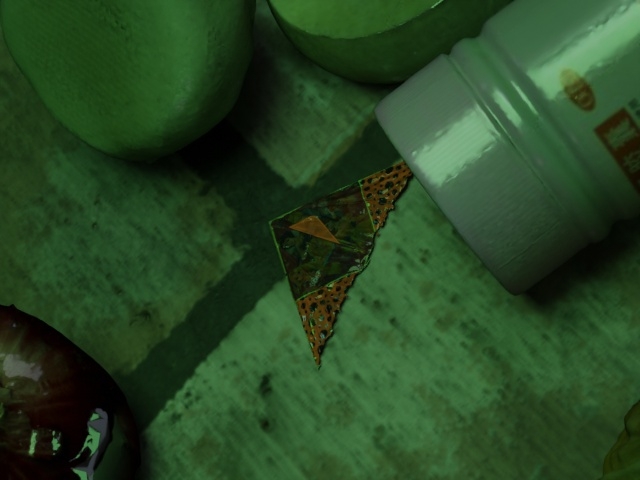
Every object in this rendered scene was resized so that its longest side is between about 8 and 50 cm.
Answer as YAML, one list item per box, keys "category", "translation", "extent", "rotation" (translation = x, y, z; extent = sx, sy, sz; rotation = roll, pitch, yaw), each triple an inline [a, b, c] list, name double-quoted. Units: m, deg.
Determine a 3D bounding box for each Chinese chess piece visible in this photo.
- category: "Chinese chess piece"
  translation: [0.067, -0.263, 1.782]
  extent: [0.250, 0.101, 0.250]
  rotation: [-12, 61, 22]

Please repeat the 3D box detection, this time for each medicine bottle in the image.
- category: "medicine bottle"
  translation: [0.224, -0.121, 1.565]
  extent: [0.316, 0.202, 0.202]
  rotation: [-37, 54, 8]

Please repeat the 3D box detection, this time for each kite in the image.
- category: "kite"
  translation: [0.000, -0.001, 1.746]
  extent: [0.125, 0.008, 0.222]
  rotation: [18, 75, 36]

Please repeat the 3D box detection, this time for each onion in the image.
- category: "onion"
  translation: [-0.296, 0.194, 1.718]
  extent: [0.272, 0.195, 0.272]
  rotation: [3, 71, -10]

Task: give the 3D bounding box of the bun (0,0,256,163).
- category: "bun"
  translation: [-0.160, -0.219, 1.817]
  extent: [0.283, 0.283, 0.179]
  rotation: [23, 37, 34]

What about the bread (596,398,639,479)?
- category: "bread"
  translation: [0.346, 0.130, 1.409]
  extent: [0.236, 0.183, 0.388]
  rotation: [39, 81, 20]
